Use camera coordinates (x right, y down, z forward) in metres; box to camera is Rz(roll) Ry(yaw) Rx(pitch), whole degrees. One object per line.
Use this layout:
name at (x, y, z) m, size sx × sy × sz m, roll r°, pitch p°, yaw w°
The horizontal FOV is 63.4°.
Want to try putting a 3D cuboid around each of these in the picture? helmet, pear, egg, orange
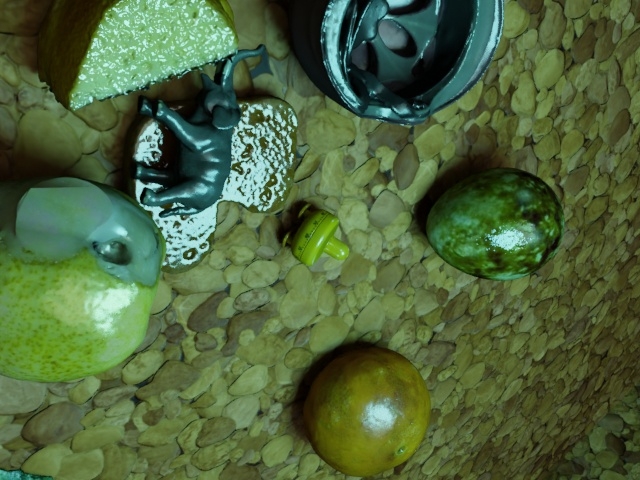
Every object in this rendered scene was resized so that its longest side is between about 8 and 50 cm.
helmet at (0.095, -0.325, 0.780) m, size 0.338 × 0.197 × 0.271 m, roll -15°, pitch 129°, yaw -36°
pear at (-0.328, 0.042, 0.641) m, size 0.271 × 0.271 × 0.271 m, roll -15°, pitch 120°, yaw -28°
egg at (0.361, -0.033, 1.082) m, size 0.289 × 0.238 × 0.238 m, roll -3°, pitch 115°, yaw -23°
orange at (0.104, 0.370, 1.119) m, size 0.284 × 0.226 × 0.284 m, roll -15°, pitch 125°, yaw -22°

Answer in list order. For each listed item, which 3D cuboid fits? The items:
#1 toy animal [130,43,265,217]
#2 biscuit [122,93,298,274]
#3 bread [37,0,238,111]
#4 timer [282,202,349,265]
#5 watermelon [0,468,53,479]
toy animal at (-0.171, -0.157, 0.698) m, size 0.137 × 0.082 × 0.269 m, roll 13°, pitch 99°, yaw -38°
biscuit at (-0.163, -0.092, 0.811) m, size 0.277 × 0.052 × 0.262 m, roll -15°, pitch 117°, yaw -26°
bread at (-0.223, -0.264, 0.619) m, size 0.260 × 0.129 × 0.134 m, roll -28°, pitch 142°, yaw -16°
timer at (0.000, 0.000, 0.934) m, size 0.107 × 0.109 × 0.107 m, roll -56°, pitch 173°, yaw -11°
watermelon at (-0.559, 0.514, 0.782) m, size 0.264 × 0.151 × 0.302 m, roll 20°, pitch 100°, yaw -40°
